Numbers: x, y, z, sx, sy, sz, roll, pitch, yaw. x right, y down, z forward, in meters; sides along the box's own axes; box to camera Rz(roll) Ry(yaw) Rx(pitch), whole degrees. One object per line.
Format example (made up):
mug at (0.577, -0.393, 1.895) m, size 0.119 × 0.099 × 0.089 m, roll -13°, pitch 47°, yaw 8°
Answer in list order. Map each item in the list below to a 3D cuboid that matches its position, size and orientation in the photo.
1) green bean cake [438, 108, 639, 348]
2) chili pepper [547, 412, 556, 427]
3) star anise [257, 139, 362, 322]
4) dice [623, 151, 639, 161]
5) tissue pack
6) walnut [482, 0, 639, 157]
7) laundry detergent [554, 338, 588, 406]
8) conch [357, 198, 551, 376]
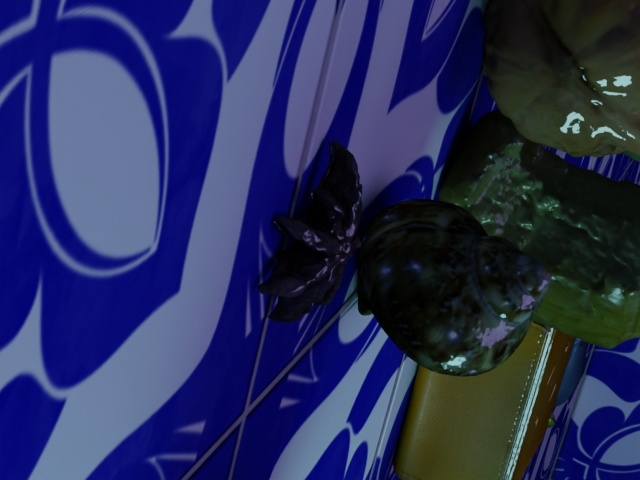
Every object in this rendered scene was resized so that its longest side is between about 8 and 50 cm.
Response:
green bean cake at (0.238, -0.004, 1.699) m, size 0.233 × 0.236 × 0.124 m, roll 81°, pitch 34°, yaw -66°
chili pepper at (0.189, 0.240, 2.092) m, size 0.201 × 0.050 × 0.052 m, roll -22°, pitch 156°, yaw -8°
star anise at (0.001, 0.001, 1.231) m, size 0.141 × 0.042 × 0.141 m, roll -59°, pitch 164°, yaw -30°
dice at (0.517, -0.275, 2.164) m, size 0.318 × 0.330 × 0.322 m, roll -55°, pitch 158°, yaw -49°
tissue pack at (0.194, 0.138, 1.929) m, size 0.194 × 0.145 × 0.275 m, roll -50°, pitch 156°, yaw -56°
walnut at (0.265, -0.191, 1.574) m, size 0.224 × 0.257 × 0.257 m, roll -39°, pitch -175°, yaw 34°
laundry detergent at (0.293, 0.119, 2.073) m, size 0.097 × 0.061 × 0.206 m, roll -56°, pitch 163°, yaw -26°
conch at (0.109, 0.038, 1.419) m, size 0.187 × 0.181 × 0.124 m, roll 16°, pitch 102°, yaw -50°
